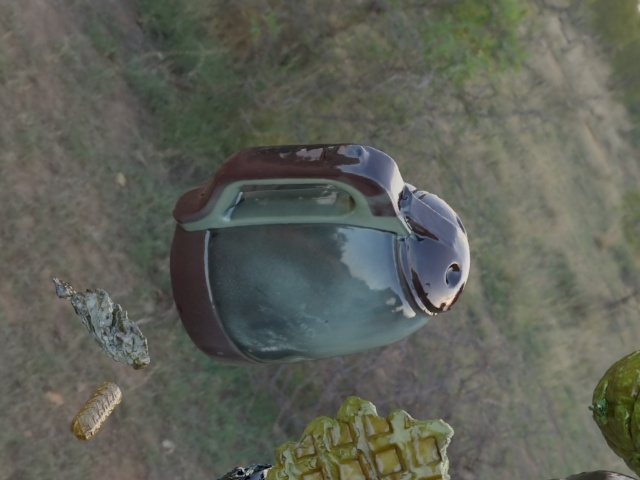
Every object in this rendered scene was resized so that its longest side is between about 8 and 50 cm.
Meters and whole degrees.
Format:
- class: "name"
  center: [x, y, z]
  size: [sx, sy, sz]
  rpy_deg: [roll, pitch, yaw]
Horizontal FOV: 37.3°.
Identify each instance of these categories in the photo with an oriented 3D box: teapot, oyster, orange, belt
- class: "teapot"
  center: [0.000, 0.000, 1.070]
  size: [0.315, 0.312, 0.233]
  rpy_deg: [51, 42, -45]
- class: "oyster"
  center: [-0.277, 0.107, 1.217]
  size: [0.177, 0.056, 0.105]
  rpy_deg: [35, -27, 38]
- class: "orange"
  center: [0.616, 0.307, 1.603]
  size: [0.301, 0.223, 0.300]
  rpy_deg: [37, -11, 38]
- class: "belt"
  center: [-0.107, 0.329, 1.244]
  size: [0.140, 0.105, 0.058]
  rpy_deg: [25, 49, -79]

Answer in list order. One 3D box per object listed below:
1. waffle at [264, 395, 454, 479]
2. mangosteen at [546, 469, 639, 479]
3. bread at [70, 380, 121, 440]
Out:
- class: "waffle"
  center: [0.049, 0.295, 0.921]
  size: [0.051, 0.291, 0.291]
  rpy_deg: [63, 8, -62]
- class: "mangosteen"
  center: [0.356, 0.393, 1.237]
  size: [0.216, 0.216, 0.216]
  rpy_deg: [50, 23, -30]
- class: "bread"
  center: [-0.416, 0.316, 1.767]
  size: [0.052, 0.044, 0.157]
  rpy_deg: [64, 21, -16]
